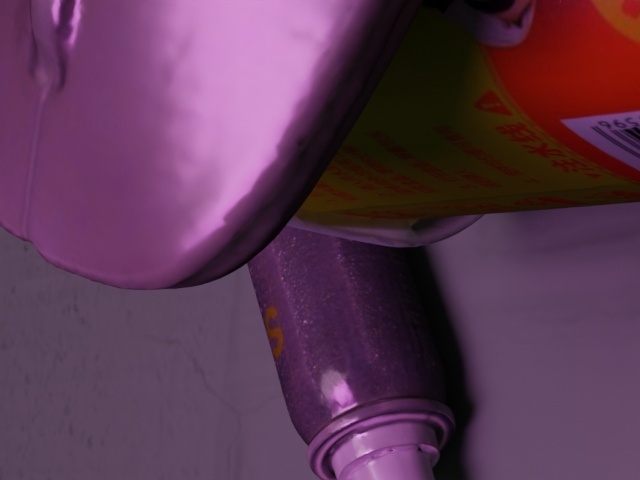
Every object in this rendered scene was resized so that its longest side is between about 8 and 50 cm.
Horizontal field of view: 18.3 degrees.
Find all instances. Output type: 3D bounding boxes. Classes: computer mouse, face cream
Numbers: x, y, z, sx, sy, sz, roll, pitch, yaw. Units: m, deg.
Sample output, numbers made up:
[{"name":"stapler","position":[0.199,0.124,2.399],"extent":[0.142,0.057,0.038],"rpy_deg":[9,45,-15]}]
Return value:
[{"name":"computer mouse","position":[-0.028,-0.148,0.586],"extent":[0.197,0.095,0.330],"rpy_deg":[29,100,42]},{"name":"face cream","position":[0.000,0.000,0.925],"extent":[0.073,0.073,0.283],"rpy_deg":[-45,50,37]}]

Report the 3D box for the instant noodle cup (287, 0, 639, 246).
[{"name":"instant noodle cup","position":[0.102,-0.128,0.688],"extent":[0.308,0.294,0.293],"rpy_deg":[3,85,45]}]
